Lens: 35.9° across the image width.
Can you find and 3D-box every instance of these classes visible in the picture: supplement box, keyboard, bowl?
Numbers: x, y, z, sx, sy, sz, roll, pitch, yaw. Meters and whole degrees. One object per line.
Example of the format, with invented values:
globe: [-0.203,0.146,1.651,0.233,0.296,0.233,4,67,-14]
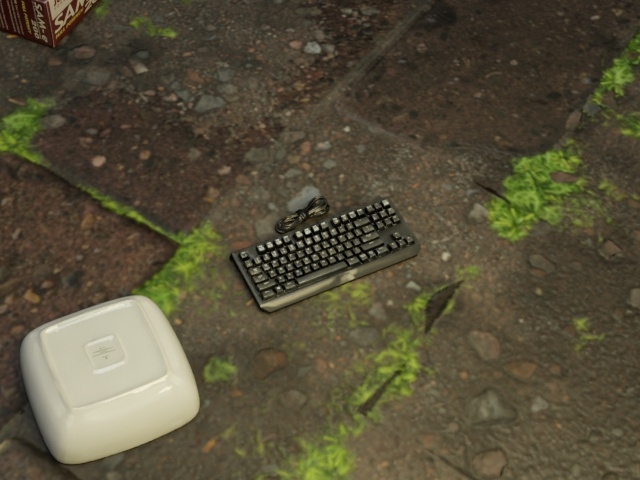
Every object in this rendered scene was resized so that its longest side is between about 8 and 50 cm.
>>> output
supplement box: [-0.396,-0.330,1.199,0.240,0.073,0.130,20,53,12]
keyboard: [0.000,0.000,0.994,0.180,0.023,0.108,-20,55,-21]
bowl: [-0.186,0.111,0.867,0.142,0.053,0.142,-18,55,-20]
